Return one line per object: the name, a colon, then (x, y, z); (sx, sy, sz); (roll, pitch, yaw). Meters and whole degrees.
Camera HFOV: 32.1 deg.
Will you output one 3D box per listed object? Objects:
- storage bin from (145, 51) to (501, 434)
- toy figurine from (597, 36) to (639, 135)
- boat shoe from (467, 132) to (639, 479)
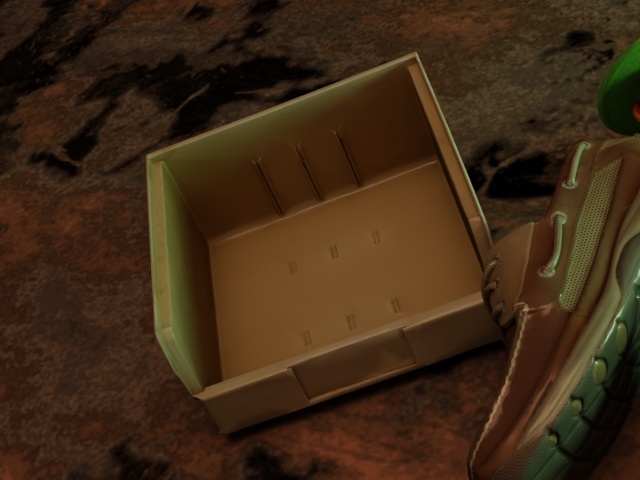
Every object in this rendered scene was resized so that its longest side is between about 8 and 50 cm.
storage bin: (0.000, 0.000, 0.937); (0.262, 0.123, 0.260); (-20, 39, 6)
toy figurine: (0.338, -0.087, 0.896); (0.173, 0.130, 0.159); (-10, 50, -20)
boat shoe: (0.173, 0.046, 0.788); (0.116, 0.123, 0.324); (16, 52, 29)
